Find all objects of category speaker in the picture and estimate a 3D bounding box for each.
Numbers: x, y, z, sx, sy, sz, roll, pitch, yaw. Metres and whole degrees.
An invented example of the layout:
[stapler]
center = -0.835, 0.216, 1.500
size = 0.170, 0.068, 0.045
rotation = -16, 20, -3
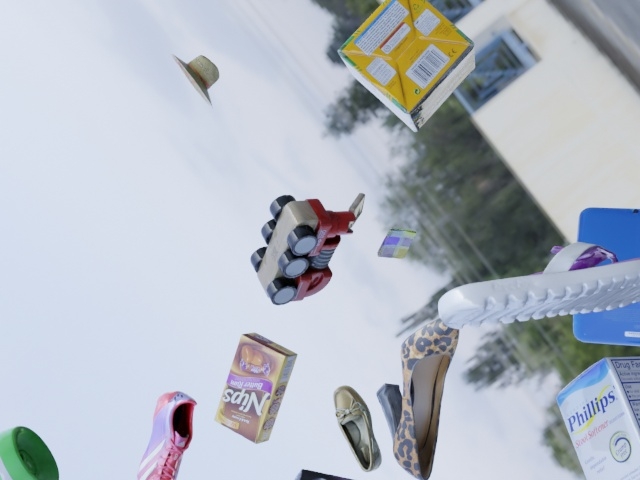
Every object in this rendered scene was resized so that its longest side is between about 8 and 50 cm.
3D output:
[speaker]
center = -0.537, 0.396, 1.664
size = 0.131, 0.296, 0.131
rotation = 55, -174, -9

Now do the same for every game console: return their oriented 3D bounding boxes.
[game console]
center = 0.696, 0.080, 2.413
size = 0.173, 0.293, 0.250
rotation = -57, -35, -57

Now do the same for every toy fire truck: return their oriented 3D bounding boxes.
[toy fire truck]
center = 0.000, 0.000, 2.274
size = 0.246, 0.217, 0.158
rotation = -4, -135, -30

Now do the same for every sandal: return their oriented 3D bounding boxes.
[sandal]
center = 0.375, 0.051, 1.731
size = 0.169, 0.416, 0.102
rotation = 127, 133, -62

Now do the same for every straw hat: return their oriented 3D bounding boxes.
[straw hat]
center = -0.247, -0.353, 2.365
size = 0.144, 0.061, 0.144
rotation = 51, 176, 5

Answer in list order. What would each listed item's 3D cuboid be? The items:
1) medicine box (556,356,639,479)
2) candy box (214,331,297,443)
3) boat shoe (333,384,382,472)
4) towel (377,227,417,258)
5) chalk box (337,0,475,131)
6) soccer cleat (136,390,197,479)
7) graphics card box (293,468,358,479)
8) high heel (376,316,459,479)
[medicine box]
center = 0.564, 0.340, 1.811
size = 0.263, 0.149, 0.289
rotation = 2, -125, -29
[candy box]
center = -0.126, 0.284, 2.175
size = 0.109, 0.187, 0.053
rotation = 23, -168, 27
[boat shoe]
center = 0.060, 0.318, 1.906
size = 0.048, 0.056, 0.153
rotation = 26, -135, -74
[towel]
center = 0.152, 0.007, 2.231
size = 0.060, 0.083, 0.009
rotation = 7, -133, -17
[chalk box]
center = 0.170, -0.335, 2.130
size = 0.179, 0.180, 0.289
rotation = 43, -177, 7
[soccer cleat]
center = -0.298, 0.419, 2.207
size = 0.083, 0.248, 0.095
rotation = 17, 169, -39
[graphics card box]
center = 0.123, 0.480, 1.613
size = 0.371, 0.233, 0.094
rotation = 13, 158, -3
[high heel]
center = 0.183, 0.251, 1.794
size = 0.093, 0.261, 0.186
rotation = 4, -134, -28
